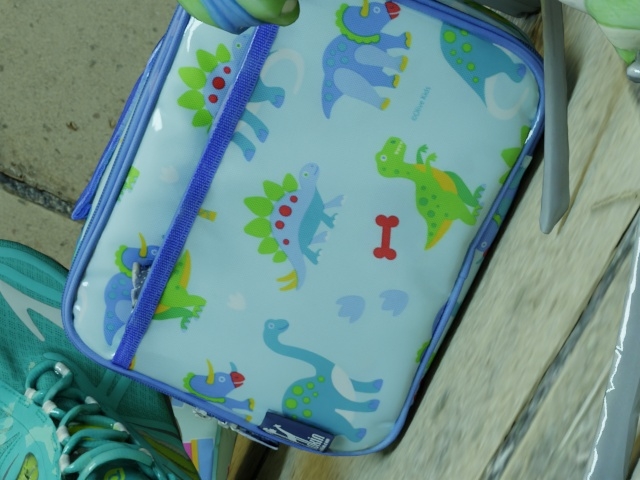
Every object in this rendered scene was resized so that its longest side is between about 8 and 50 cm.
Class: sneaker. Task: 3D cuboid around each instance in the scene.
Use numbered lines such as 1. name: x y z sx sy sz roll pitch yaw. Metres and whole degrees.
1. sneaker: -0.097 0.108 0.780 0.107 0.275 0.110 -29 -15 -16

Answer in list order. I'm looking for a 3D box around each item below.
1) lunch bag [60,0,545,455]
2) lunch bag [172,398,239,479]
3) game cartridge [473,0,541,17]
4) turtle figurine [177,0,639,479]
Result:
1. lunch bag: -0.011 -0.022 0.763 0.090 0.176 0.219 -83 19 -74
2. lunch bag: -0.125 0.187 1.141 0.279 0.108 0.224 -115 38 -83
3. game cartridge: 0.043 -0.175 0.779 0.297 0.198 0.062 175 119 -82
4. turtle figurine: 0.102 -0.117 0.528 0.266 0.275 0.198 -43 -10 18
